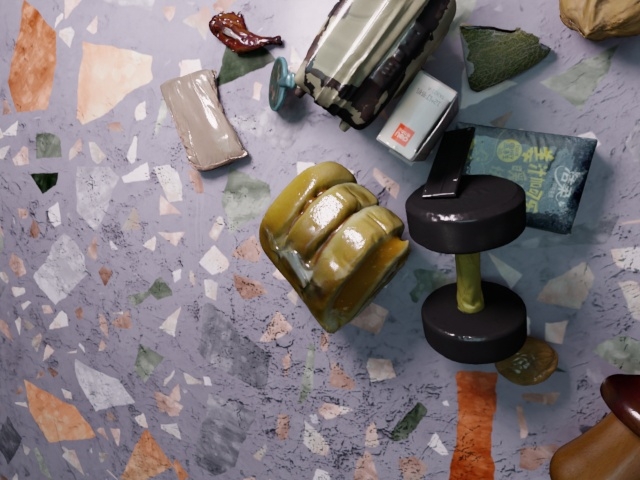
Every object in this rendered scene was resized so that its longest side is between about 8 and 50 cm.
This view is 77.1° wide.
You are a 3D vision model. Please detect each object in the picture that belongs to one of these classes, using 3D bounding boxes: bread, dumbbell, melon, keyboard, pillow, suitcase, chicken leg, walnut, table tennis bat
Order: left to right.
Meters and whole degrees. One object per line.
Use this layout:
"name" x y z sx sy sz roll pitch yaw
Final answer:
"pillow" -0.310 -0.318 1.061 0.173 0.067 0.270 -20 91 17
"chicken leg" -0.194 -0.512 1.000 0.205 0.053 0.093 37 94 8
"table tennis bat" -0.087 -0.360 0.921 0.033 0.201 0.124 1 106 -21
"bread" 0.000 0.000 0.884 0.341 0.210 0.300 54 131 21
"suitcase" 0.114 -0.376 0.742 0.194 0.351 0.339 35 109 -13
"keyboard" 0.242 -0.149 0.750 0.064 0.198 0.010 0 138 35
"dumbbell" 0.284 0.055 0.771 0.204 0.203 0.322 -4 116 21
"melon" 0.345 -0.366 0.807 0.203 0.093 0.139 9 132 -9
"walnut" 0.432 0.251 0.845 0.124 0.105 0.105 -18 91 22
"walnut" 0.511 -0.455 0.663 0.198 0.198 0.245 29 103 15

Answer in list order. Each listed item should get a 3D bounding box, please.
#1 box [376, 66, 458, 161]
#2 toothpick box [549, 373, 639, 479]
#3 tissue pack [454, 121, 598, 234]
"box" 0.197 -0.228 0.772 0.079 0.269 0.135 36 111 9
"toothpick box" 0.586 0.396 0.768 0.192 0.192 0.294 30 114 14
"tissue pack" 0.386 -0.128 0.815 0.257 0.081 0.185 14 103 19
